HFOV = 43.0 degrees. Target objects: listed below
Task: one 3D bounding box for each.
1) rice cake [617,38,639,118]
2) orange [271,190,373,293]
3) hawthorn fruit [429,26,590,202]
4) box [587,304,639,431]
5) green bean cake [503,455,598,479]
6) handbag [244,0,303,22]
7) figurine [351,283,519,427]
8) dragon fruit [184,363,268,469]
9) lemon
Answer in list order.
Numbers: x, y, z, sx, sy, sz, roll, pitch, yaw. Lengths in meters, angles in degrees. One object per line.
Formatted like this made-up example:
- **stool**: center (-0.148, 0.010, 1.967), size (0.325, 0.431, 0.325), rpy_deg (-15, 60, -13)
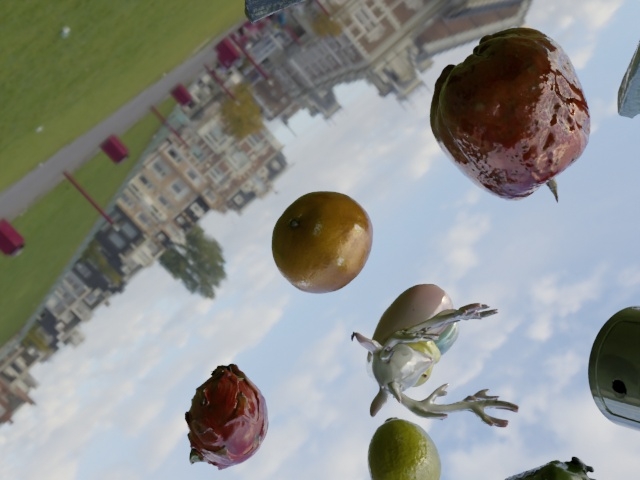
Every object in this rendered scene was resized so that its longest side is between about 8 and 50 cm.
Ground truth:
- **rice cake**: center (0.501, -0.294, 1.197), size (0.336, 0.062, 0.066), rpy_deg (75, 23, -64)
- **orange**: center (0.000, 0.000, 1.178), size (0.156, 0.124, 0.156), rpy_deg (-31, -139, 31)
- **hawthorn fruit**: center (0.302, -0.201, 1.292), size (0.258, 0.262, 0.258), rpy_deg (-25, 158, -11)
- **box**: center (0.607, 0.232, 1.424), size (0.226, 0.226, 0.149), rpy_deg (-45, -164, -16)
- **green bean cake**: center (0.305, 0.426, 0.974), size (0.247, 0.250, 0.156), rpy_deg (-53, 180, -29)
- **handbag**: center (-0.072, -0.514, 1.498), size (0.175, 0.089, 0.270), rpy_deg (-29, 161, -13)
- **figurine**: center (0.189, 0.187, 1.426), size (0.284, 0.207, 0.316), rpy_deg (-13, -165, 18)
- **dragon fruit**: center (-0.187, 0.358, 1.620), size (0.172, 0.172, 0.210), rpy_deg (-119, -137, -77)
- **lemon**: center (0.201, 0.533, 1.972), size (0.184, 0.184, 0.248), rpy_deg (-35, -139, 27)
